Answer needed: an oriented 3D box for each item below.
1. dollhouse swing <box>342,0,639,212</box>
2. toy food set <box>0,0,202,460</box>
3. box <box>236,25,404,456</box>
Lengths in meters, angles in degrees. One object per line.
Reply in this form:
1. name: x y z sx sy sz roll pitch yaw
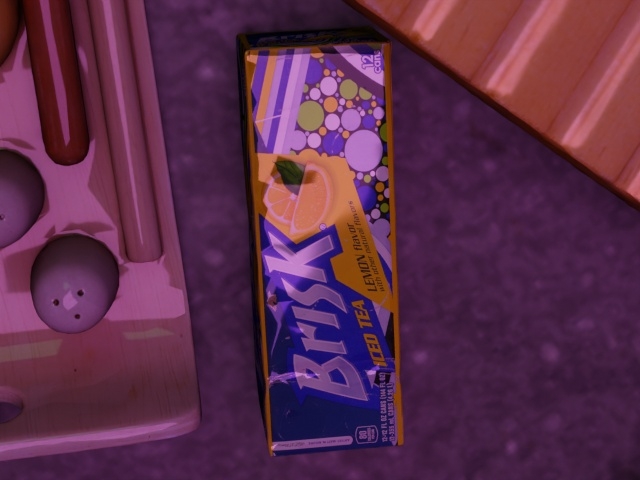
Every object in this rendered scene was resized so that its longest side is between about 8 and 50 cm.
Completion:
1. dollhouse swing: 0.212 -0.161 0.453 0.347 0.315 0.305 32 78 -29
2. toy food set: -0.173 -0.058 0.575 0.220 0.092 0.306 -8 105 -4
3. box: 0.000 0.000 0.627 0.059 0.054 0.169 -4 105 -5
